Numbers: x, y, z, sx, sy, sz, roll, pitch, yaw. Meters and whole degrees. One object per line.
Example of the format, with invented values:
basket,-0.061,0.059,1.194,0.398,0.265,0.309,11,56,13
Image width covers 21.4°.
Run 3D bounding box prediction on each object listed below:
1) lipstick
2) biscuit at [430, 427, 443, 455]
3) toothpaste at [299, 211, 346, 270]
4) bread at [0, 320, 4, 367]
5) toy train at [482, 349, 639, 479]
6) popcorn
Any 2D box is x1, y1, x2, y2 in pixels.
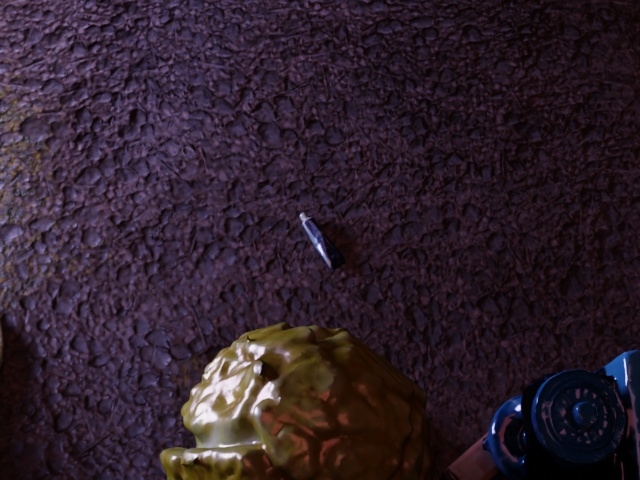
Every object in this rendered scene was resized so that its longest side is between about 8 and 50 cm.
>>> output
lipstick,0.203,0.240,1.935,0.145,0.045,0.045,-38,68,-19
biscuit,0.020,0.260,1.916,0.164,0.047,0.208,34,67,17
toothpaste,0.000,0.000,2.064,0.027,0.019,0.083,-24,69,-33
bread,-0.425,0.137,1.968,0.112,0.036,0.193,19,61,1
toy train,0.328,0.279,1.826,0.265,0.188,0.300,2,72,-14
popcorn,-0.017,0.214,1.761,0.247,0.282,0.282,42,66,-12
